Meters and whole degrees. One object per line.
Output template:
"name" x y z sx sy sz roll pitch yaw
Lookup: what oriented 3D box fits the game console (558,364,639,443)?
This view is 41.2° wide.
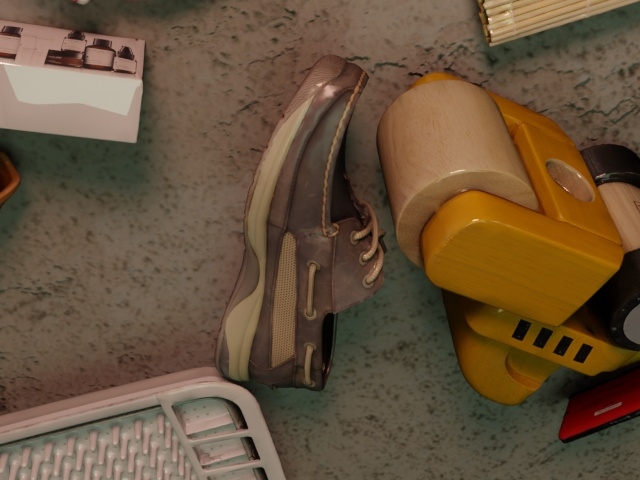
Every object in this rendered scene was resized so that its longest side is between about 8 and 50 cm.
"game console" 0.365 0.197 0.984 0.085 0.124 0.144 49 128 -6

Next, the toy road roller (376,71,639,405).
"toy road roller" 0.171 0.023 0.798 0.330 0.202 0.240 21 127 -23

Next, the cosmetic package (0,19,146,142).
"cosmetic package" -0.263 -0.136 0.676 0.239 0.099 0.060 5 119 -13

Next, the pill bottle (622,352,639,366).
"pill bottle" 0.346 0.122 0.979 0.083 0.043 0.043 -18 124 1

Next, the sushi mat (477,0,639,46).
"sushi mat" 0.275 -0.272 0.694 0.317 0.019 0.151 -17 125 1

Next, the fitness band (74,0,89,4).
"fitness band" -0.180 -0.299 0.612 0.291 0.054 0.209 33 112 -27

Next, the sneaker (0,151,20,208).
"sneaker" -0.350 -0.063 0.640 0.123 0.106 0.290 -35 165 15

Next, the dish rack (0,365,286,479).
"dish rack" -0.211 0.257 0.943 0.333 0.072 0.285 -14 129 -1

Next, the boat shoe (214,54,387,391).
"boat shoe" 0.000 0.000 0.777 0.130 0.132 0.355 19 129 3
